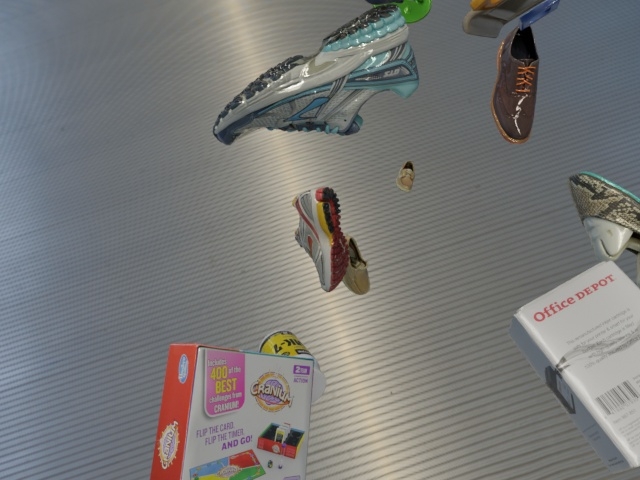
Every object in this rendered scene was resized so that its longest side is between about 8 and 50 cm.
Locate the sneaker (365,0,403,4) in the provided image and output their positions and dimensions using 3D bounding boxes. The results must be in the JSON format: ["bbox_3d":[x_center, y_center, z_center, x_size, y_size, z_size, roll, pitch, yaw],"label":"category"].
[{"bbox_3d":[0.134,-0.486,0.812,0.099,0.153,0.282,18,56,23],"label":"sneaker"}]

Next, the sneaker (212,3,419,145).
[{"bbox_3d":[-0.008,-0.174,0.650,0.283,0.122,0.110,-22,26,21],"label":"sneaker"}]

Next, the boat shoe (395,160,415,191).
[{"bbox_3d":[0.251,-0.190,1.494,0.050,0.045,0.135,17,37,-5],"label":"boat shoe"}]

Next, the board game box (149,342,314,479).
[{"bbox_3d":[-0.116,0.315,0.715,0.064,0.242,0.316,-8,70,38],"label":"board game box"}]

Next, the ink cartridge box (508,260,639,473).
[{"bbox_3d":[0.536,0.225,0.943,0.223,0.129,0.307,-28,59,-4],"label":"ink cartridge box"}]

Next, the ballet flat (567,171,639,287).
[{"bbox_3d":[0.772,0.022,1.191,0.483,0.164,0.182,34,85,17],"label":"ballet flat"}]

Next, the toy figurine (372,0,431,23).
[{"bbox_3d":[0.157,-0.484,1.106,0.130,0.159,0.173,17,70,-1],"label":"toy figurine"}]

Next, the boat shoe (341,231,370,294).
[{"bbox_3d":[0.084,0.063,1.228,0.072,0.190,0.068,7,48,44],"label":"boat shoe"}]

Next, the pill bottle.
[{"bbox_3d":[-0.073,0.327,1.326,0.119,0.119,0.208,-36,30,-12],"label":"pill bottle"}]

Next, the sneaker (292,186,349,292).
[{"bbox_3d":[0.000,0.000,1.063,0.093,0.225,0.088,-1,17,29],"label":"sneaker"}]

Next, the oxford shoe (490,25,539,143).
[{"bbox_3d":[0.442,-0.354,1.151,0.097,0.098,0.271,0,80,4],"label":"oxford shoe"}]

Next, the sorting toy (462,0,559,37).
[{"bbox_3d":[0.293,-0.355,0.692,0.196,0.348,0.047,-29,90,37],"label":"sorting toy"}]
